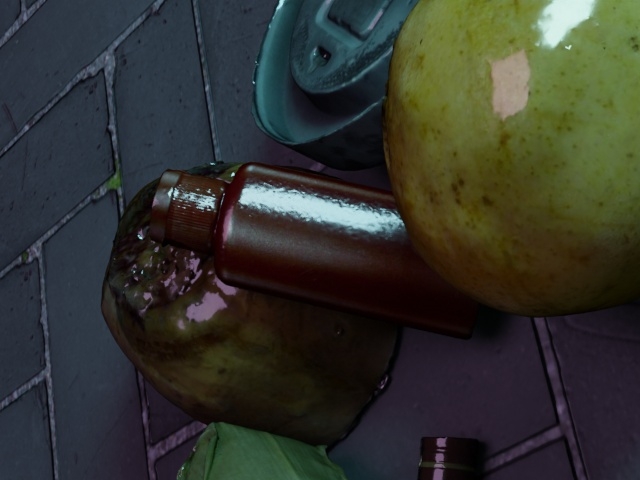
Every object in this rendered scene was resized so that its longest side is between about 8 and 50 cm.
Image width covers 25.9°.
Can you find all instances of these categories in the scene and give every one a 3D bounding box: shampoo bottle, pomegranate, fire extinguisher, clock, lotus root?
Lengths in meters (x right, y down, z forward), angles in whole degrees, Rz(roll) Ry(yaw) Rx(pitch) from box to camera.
[{"bbox_3d":[0.000,0.000,1.079,0.064,0.260,0.102,71,-147,-82],"label":"shampoo bottle"},{"bbox_3d":[0.166,-0.078,0.897,0.260,0.260,0.260,-19,64,45],"label":"pomegranate"},{"bbox_3d":[0.090,0.226,1.048,0.064,0.043,0.158,-2,75,41],"label":"fire extinguisher"},{"bbox_3d":[0.062,-0.200,1.142,0.312,0.061,0.313,-38,35,34],"label":"clock"},{"bbox_3d":[-0.073,0.045,1.205,0.272,0.192,0.272,-25,54,39],"label":"lotus root"}]

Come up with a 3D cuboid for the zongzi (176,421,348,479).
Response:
[{"bbox_3d":[-0.029,0.354,1.006,0.393,0.174,0.356,23,99,64],"label":"zongzi"}]
